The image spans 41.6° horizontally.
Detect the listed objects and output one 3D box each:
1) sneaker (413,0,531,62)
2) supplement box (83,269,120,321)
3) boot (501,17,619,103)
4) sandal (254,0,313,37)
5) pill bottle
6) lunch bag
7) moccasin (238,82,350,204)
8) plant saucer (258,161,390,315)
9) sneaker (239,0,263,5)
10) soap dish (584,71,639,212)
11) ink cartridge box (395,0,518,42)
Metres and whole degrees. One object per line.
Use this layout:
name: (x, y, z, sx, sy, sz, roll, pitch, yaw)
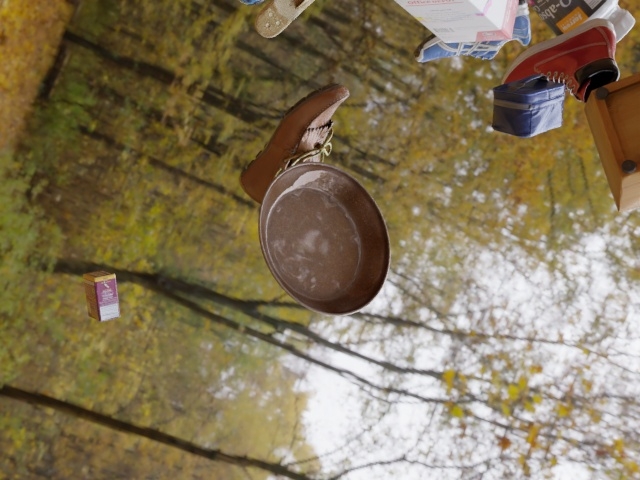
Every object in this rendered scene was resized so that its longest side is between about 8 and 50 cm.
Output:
sneaker: (0.264, -0.347, 1.466, 0.211, 0.081, 0.080, -17, -162, 21)
supplement box: (-0.402, 0.101, 1.549, 0.055, 0.043, 0.083, 11, -71, 51)
boot: (0.454, -0.305, 1.620, 0.244, 0.088, 0.176, -27, -141, 38)
sandal: (-0.043, -0.521, 1.761, 0.240, 0.088, 0.079, -50, -158, 3)
pill bottle: (0.566, -0.552, 1.902, 0.162, 0.278, 0.162, -44, -174, 6)
lunch bag: (0.272, -0.179, 1.093, 0.067, 0.098, 0.065, 25, -53, 45)
moccasin: (-0.048, -0.212, 1.961, 0.380, 0.147, 0.139, -48, 171, 30)
plant saucer: (0.000, 0.000, 1.056, 0.036, 0.198, 0.199, -24, -136, 52)
sneaker: (-0.133, -0.450, 1.333, 0.063, 0.162, 0.073, -25, -176, -4)
soap dish: (0.607, -0.198, 1.411, 0.290, 0.118, 0.229, -20, -122, 22)
ink cartridge box: (0.182, -0.347, 1.181, 0.115, 0.198, 0.067, 8, -97, 37)
